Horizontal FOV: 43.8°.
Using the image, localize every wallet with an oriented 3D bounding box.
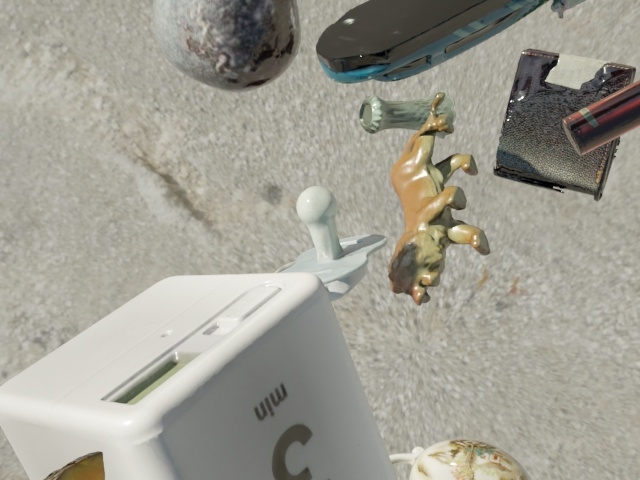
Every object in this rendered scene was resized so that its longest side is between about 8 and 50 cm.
[{"bbox_3d":[0.467,-0.226,1.544,0.221,0.071,0.262,19,106,28],"label":"wallet"}]

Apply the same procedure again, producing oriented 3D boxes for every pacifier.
[{"bbox_3d":[0.000,0.000,1.679,0.244,0.299,0.233,-6,105,24],"label":"pacifier"}]

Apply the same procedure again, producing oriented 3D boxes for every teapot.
[{"bbox_3d":[0.232,0.413,1.288,0.298,0.204,0.139,14,44,14],"label":"teapot"}]

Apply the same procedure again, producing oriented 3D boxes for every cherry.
[{"bbox_3d":[-0.150,-0.365,1.277,0.218,0.296,0.255,-30,51,-30],"label":"cherry"}]

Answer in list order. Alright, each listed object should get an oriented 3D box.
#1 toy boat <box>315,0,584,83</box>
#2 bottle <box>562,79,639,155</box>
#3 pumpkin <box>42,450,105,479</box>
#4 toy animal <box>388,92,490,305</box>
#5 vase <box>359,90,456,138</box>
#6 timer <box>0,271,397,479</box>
[{"bbox_3d":[0.145,-0.235,0.859,0.299,0.092,0.134,-27,40,4],"label":"toy boat"},{"bbox_3d":[0.406,-0.172,1.045,0.164,0.060,0.060,-27,80,11],"label":"bottle"},{"bbox_3d":[-0.118,0.134,0.321,0.035,0.101,0.073,35,119,-10],"label":"pumpkin"},{"bbox_3d":[0.156,-0.052,1.188,0.157,0.097,0.312,-25,52,30],"label":"toy animal"},{"bbox_3d":[0.139,-0.207,1.311,0.149,0.081,0.081,-4,81,-23],"label":"vase"},{"bbox_3d":[-0.088,0.151,0.595,0.194,0.192,0.195,-3,115,42],"label":"timer"}]
